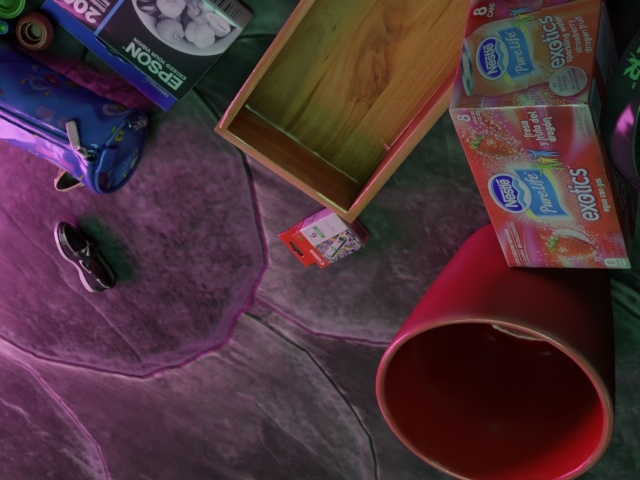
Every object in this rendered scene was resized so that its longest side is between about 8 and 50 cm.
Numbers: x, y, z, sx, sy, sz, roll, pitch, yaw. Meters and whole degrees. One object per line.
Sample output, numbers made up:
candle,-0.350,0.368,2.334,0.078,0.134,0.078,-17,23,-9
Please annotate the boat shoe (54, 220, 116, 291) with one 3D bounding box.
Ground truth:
boat shoe,-0.323,0.022,2.010,0.038,0.046,0.125,-7,126,27

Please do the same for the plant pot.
plant pot,0.227,0.117,1.729,0.275,0.243,0.275,11,131,13

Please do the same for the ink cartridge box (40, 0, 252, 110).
ink cartridge box,-0.218,-0.265,1.740,0.206,0.045,0.208,39,133,-10

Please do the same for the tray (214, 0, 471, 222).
tray,0.062,-0.215,1.647,0.203,0.076,0.411,34,132,-6

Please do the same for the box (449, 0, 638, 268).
box,0.246,-0.110,1.543,0.142,0.154,0.300,0,148,22

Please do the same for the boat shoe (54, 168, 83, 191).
boat shoe,-0.287,-0.108,1.889,0.153,0.048,0.056,-25,114,35

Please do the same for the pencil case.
pencil case,-0.359,-0.166,1.798,0.306,0.133,0.119,27,105,9

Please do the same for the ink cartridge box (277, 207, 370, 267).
ink cartridge box,0.000,0.000,1.871,0.115,0.029,0.063,-27,113,36

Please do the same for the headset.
headset,0.444,-0.105,1.471,0.243,0.185,0.394,-50,137,5

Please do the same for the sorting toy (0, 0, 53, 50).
sorting toy,-0.368,-0.278,1.800,0.061,0.042,0.102,-31,99,21
